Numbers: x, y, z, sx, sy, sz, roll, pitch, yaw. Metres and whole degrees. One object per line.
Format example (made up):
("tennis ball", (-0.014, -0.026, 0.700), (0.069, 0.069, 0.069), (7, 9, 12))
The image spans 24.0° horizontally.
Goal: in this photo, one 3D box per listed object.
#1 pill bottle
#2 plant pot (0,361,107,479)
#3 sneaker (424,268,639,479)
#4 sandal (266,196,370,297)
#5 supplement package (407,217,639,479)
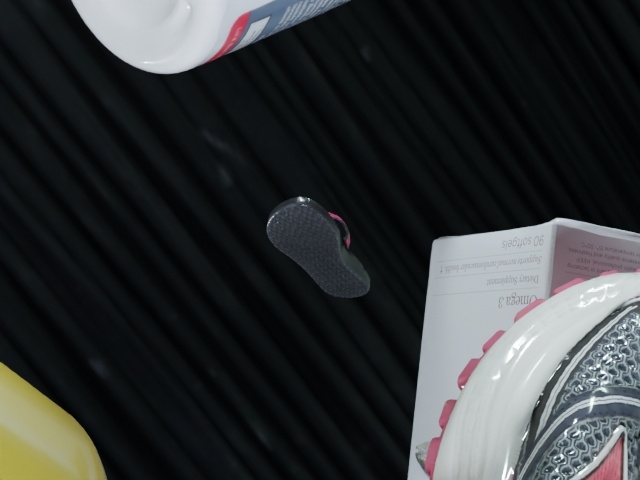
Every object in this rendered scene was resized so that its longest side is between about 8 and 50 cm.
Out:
("pill bottle", (-0.022, -0.152, 0.684), (0.180, 0.108, 0.108), (-29, 12, -40))
("plant pot", (-0.212, 0.094, 0.512), (0.254, 0.239, 0.254), (-27, 47, 33))
("sneaker", (0.088, 0.122, 0.499), (0.112, 0.121, 0.299), (0, 36, 35))
("sandal", (0.000, 0.000, 1.411), (0.067, 0.179, 0.040), (-1, 63, 21))
("supplement package", (0.109, 0.090, 0.673), (0.105, 0.105, 0.179), (-10, 72, 63))
